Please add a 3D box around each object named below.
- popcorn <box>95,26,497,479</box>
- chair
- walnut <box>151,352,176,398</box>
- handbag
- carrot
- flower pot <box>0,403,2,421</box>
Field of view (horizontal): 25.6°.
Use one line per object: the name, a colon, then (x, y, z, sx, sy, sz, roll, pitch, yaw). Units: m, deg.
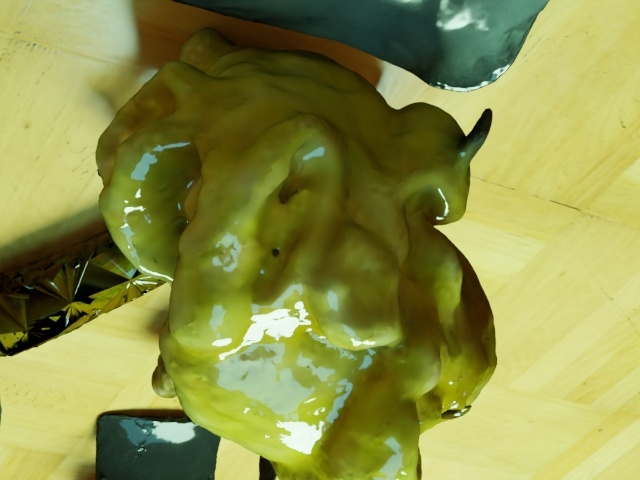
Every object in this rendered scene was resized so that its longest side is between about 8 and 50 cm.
popcorn: (0.000, 0.000, 0.927, 0.281, 0.297, 0.316, -33, 108, 23)
chair: (-0.174, 0.271, 1.392, 0.140, 0.221, 0.145, 3, -177, -17)
walnut: (-0.060, 0.095, 1.214, 0.170, 0.069, 0.143, -25, 141, 20)
handbag: (0.026, -0.196, 0.864, 0.332, 0.075, 0.191, 15, 133, -24)
carrot: (-0.178, 0.027, 1.106, 0.229, 0.069, 0.069, -25, 140, 16)
flower pot: (-0.357, 0.109, 1.066, 0.243, 0.157, 0.189, 34, 147, -17)
